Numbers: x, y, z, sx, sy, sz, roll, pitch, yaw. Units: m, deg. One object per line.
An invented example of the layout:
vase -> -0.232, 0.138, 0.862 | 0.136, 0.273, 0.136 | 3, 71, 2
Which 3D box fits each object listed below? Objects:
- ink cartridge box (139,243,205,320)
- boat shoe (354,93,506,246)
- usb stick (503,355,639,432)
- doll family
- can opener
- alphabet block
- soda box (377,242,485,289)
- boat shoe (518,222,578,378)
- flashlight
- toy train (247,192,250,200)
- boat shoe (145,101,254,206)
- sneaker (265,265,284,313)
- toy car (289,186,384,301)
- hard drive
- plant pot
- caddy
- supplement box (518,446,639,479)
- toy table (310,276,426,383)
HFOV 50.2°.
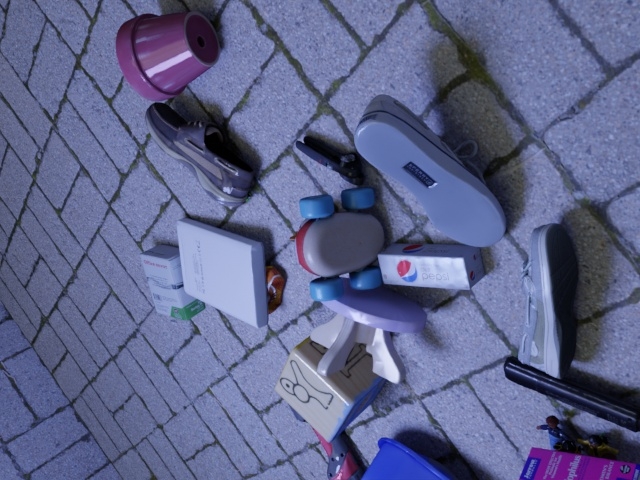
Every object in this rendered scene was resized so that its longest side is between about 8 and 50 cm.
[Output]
ink cartridge box -> -0.454, 0.126, 2.095 | 0.153, 0.087, 0.208 | 10, 120, 40
boat shoe -> 0.218, -0.142, 1.289 | 0.367, 0.156, 0.136 | 36, 136, -19
usb stick -> 0.491, 0.297, 1.337 | 0.278, 0.045, 0.077 | 20, 157, 35
doll family -> 0.520, 0.417, 1.366 | 0.193, 0.076, 0.111 | 3, 134, 37
can opener -> 0.017, -0.180, 1.501 | 0.186, 0.059, 0.073 | 32, 132, 25
alphabet block -> 0.035, 0.337, 1.687 | 0.197, 0.193, 0.192 | 41, 134, 18
soda box -> 0.229, 0.051, 1.432 | 0.216, 0.069, 0.073 | 1, 113, 42
boat shoe -> 0.410, 0.113, 1.269 | 0.103, 0.118, 0.320 | 11, 128, 38
flashlight -> 0.014, 0.562, 1.906 | 0.103, 0.103, 0.304 | -29, 94, 50
toy train -> -0.213, -0.132, 1.775 | 0.083, 0.017, 0.023 | 40, 145, 18
boat shoe -> -0.292, -0.241, 1.726 | 0.355, 0.132, 0.130 | 44, 115, 10
sneaker -> -0.139, 0.138, 1.844 | 0.067, 0.064, 0.175 | 55, 139, 37
toy car -> 0.000, 0.000, 1.534 | 0.238, 0.210, 0.219 | 6, 106, 55
hard drive -> -0.275, 0.082, 1.886 | 0.353, 0.047, 0.233 | 17, 117, 45
plant pot -> -0.344, -0.446, 1.602 | 0.180, 0.201, 0.201 | -11, 106, 29
caddy -> 0.256, 0.624, 1.666 | 0.341, 0.179, 0.241 | 34, 156, 24
supplement box -> 0.503, 0.485, 1.300 | 0.220, 0.111, 0.114 | -7, 126, 45
toy table -> 0.095, 0.200, 1.533 | 0.274, 0.252, 0.160 | 28, 115, 45
